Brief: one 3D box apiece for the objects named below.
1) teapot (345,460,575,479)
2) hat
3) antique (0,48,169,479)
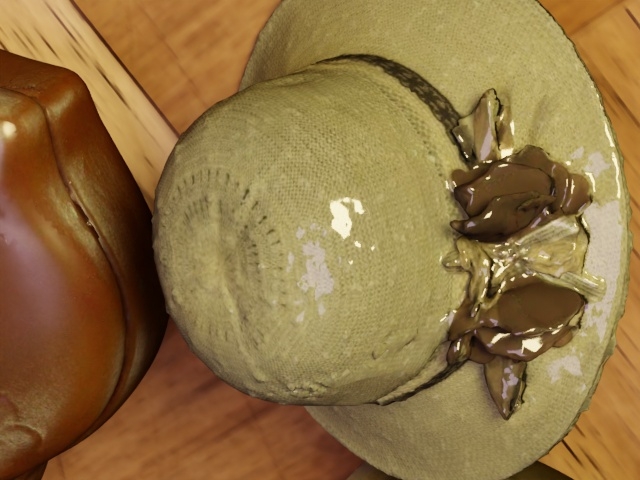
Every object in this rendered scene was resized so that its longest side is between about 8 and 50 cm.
[{"bbox_3d":[0.087,0.207,0.954,0.175,0.185,0.268,33,163,-29],"label":"teapot"},{"bbox_3d":[0.000,0.000,0.844,0.257,0.130,0.257,14,109,43],"label":"hat"},{"bbox_3d":[-0.186,0.022,0.996,0.223,0.129,0.278,15,121,17],"label":"antique"}]
